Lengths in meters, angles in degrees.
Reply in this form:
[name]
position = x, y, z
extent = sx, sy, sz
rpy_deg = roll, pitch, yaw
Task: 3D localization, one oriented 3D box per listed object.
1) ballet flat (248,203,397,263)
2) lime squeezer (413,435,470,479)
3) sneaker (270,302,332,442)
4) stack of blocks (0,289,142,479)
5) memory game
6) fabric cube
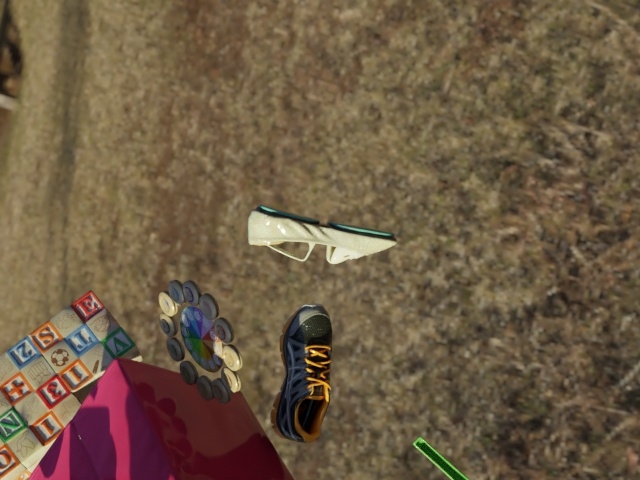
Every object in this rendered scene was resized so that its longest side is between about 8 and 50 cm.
[ballet flat]
position = 0.000, 0.000, 1.242
extent = 0.057, 0.168, 0.052
rpy_deg = -124, 46, -83
[lime squeezer]
position = 0.245, 0.354, 1.380
extent = 0.059, 0.310, 0.110
rpy_deg = -41, -22, -19
[sneaker]
position = -0.014, 0.200, 1.648
extent = 0.083, 0.084, 0.215
rpy_deg = 19, 104, 60
[stack of blocks]
position = -0.438, 0.242, 1.809
extent = 0.171, 0.297, 0.087
rpy_deg = 47, 163, 17
[memory game]
position = -0.168, 0.140, 1.531
extent = 0.186, 0.012, 0.186
rpy_deg = 27, 128, 41
[fabric cube]
position = -0.221, 0.366, 1.596
extent = 0.259, 0.254, 0.258
rpy_deg = -53, 45, 14
